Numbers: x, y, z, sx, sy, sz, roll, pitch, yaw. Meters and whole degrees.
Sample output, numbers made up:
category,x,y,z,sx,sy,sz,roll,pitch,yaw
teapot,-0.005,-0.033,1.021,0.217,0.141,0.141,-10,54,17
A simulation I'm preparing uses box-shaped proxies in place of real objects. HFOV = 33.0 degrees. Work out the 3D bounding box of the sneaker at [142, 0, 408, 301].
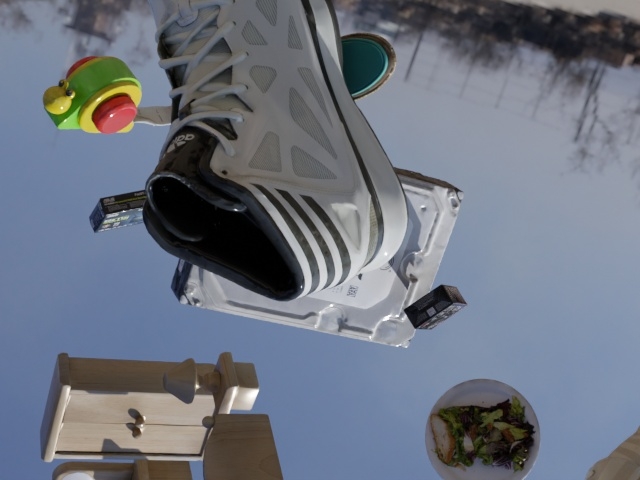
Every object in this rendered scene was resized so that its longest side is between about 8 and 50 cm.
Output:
category,x,y,z,sx,sy,sz,roll,pitch,yaw
sneaker,-0.090,-0.147,1.026,0.447,0.169,0.257,60,-149,2

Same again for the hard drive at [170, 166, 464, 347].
category,x,y,z,sx,sy,sz,roll,pitch,yaw
hard drive,0.000,0.000,1.407,0.339,0.236,0.064,14,-167,-25

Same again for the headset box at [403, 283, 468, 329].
category,x,y,z,sx,sy,sz,roll,pitch,yaw
headset box,0.152,0.087,1.405,0.032,0.062,0.083,59,-163,15

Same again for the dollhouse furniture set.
category,x,y,z,sx,sy,sz,roll,pitch,yaw
dollhouse furniture set,-0.163,0.285,1.007,0.174,0.303,0.355,6,-142,-21

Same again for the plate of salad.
category,x,y,z,sx,sy,sz,roll,pitch,yaw
plate of salad,0.274,0.334,1.844,0.200,0.199,0.048,25,174,25

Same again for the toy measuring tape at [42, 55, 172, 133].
category,x,y,z,sx,sy,sz,roll,pitch,yaw
toy measuring tape,-0.295,-0.228,1.683,0.121,0.121,0.330,26,-161,29

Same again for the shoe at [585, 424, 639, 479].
category,x,y,z,sx,sy,sz,roll,pitch,yaw
shoe,0.299,0.246,1.092,0.219,0.076,0.058,-25,-125,-40

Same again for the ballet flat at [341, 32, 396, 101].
category,x,y,z,sx,sy,sz,roll,pitch,yaw
ballet flat,0.015,-0.176,1.177,0.206,0.073,0.067,-13,179,43

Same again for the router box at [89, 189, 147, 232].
category,x,y,z,sx,sy,sz,roll,pitch,yaw
router box,-0.374,-0.058,2.078,0.123,0.038,0.092,-14,165,-30
